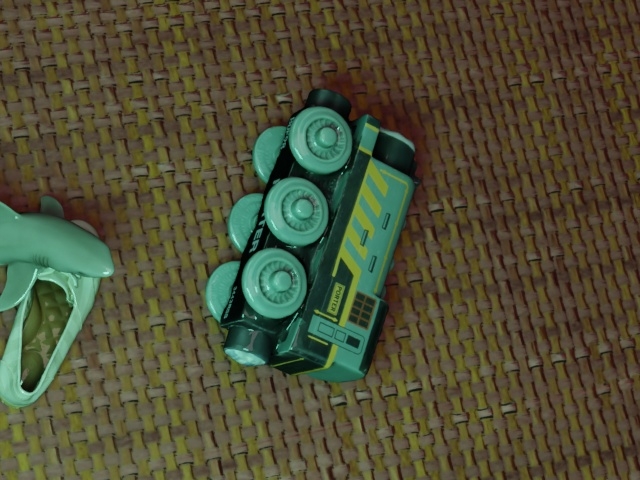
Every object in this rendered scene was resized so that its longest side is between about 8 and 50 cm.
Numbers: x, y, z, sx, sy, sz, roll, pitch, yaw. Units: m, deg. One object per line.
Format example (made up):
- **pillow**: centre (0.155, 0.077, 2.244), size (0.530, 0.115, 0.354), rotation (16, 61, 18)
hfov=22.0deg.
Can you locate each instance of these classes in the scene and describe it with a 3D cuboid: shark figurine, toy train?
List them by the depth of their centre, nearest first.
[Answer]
- **shark figurine**: centre (-0.365, 0.007, 1.720), size (0.278, 0.116, 0.166), rotation (-21, 48, 3)
- **toy train**: centre (0.000, 0.000, 1.839), size (0.190, 0.142, 0.334), rotation (26, 68, -22)

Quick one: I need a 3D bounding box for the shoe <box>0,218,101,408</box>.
- **shoe**: centre (-0.285, 0.075, 1.764), size (0.076, 0.058, 0.219), rotation (22, 71, -11)
